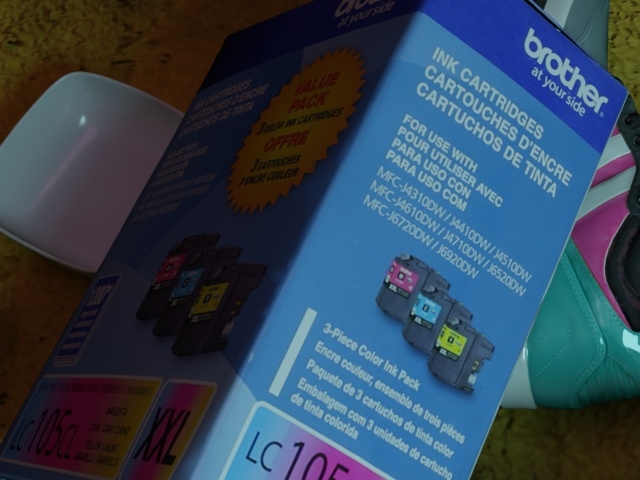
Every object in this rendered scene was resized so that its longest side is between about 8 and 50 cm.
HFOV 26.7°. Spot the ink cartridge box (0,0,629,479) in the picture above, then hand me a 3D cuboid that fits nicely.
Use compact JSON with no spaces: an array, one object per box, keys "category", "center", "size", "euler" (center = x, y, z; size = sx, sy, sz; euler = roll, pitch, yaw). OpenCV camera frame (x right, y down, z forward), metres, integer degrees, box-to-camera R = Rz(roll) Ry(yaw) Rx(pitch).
[{"category":"ink cartridge box","center":[0.000,0.000,0.785],"size":[0.270,0.151,0.395],"euler":[-8,50,58]}]

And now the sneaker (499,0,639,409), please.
[{"category":"sneaker","center":[0.208,-0.034,0.842],"size":[0.178,0.124,0.295],"euler":[2,71,19]}]

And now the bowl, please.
[{"category":"bowl","center":[-0.161,-0.042,0.972],"size":[0.142,0.053,0.142],"euler":[26,72,23]}]
